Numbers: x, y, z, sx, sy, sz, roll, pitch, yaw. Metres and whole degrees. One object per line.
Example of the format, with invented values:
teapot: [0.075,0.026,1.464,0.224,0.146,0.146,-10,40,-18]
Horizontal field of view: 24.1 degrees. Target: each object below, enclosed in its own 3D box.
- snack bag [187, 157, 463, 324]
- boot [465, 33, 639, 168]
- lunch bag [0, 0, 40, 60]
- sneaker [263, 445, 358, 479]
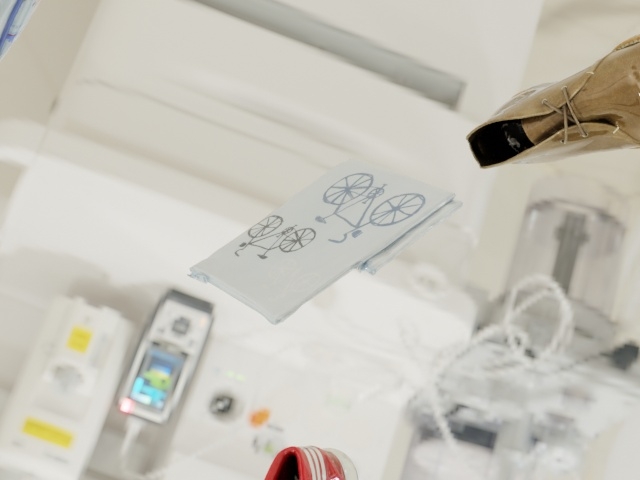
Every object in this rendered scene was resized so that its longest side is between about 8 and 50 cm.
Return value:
snack bag: [0.000,0.000,2.240,0.323,0.342,0.037,25,146,59]
boot: [0.269,-0.125,1.499,0.305,0.115,0.112,-19,95,54]
lunch bag: [-0.414,-0.326,1.574,0.303,0.115,0.243,30,124,-7]
sneaker: [-0.012,0.297,1.398,0.087,0.221,0.128,-22,156,23]
